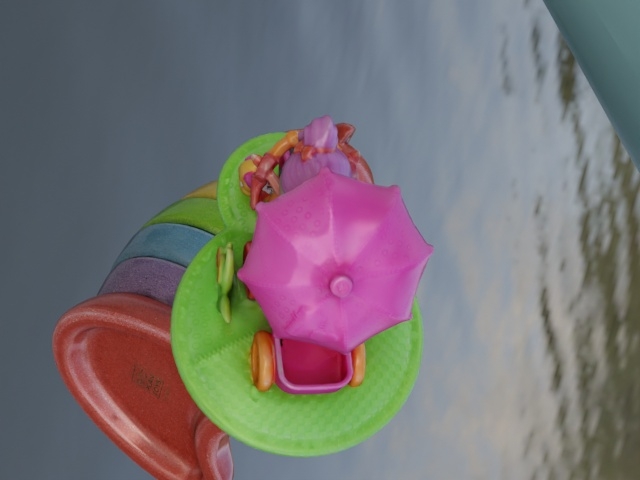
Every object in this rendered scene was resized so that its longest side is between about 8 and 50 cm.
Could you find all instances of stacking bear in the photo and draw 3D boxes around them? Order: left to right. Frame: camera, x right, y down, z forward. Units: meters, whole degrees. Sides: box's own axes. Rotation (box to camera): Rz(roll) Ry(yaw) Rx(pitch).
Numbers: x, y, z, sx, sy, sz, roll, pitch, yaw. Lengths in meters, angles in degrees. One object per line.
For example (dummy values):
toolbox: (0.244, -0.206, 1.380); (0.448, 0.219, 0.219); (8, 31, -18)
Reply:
stacking bear: (-0.054, 0.024, 1.213); (0.289, 0.164, 0.175); (-50, 168, -38)

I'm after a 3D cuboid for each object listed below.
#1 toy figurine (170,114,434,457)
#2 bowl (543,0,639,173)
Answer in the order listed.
toy figurine: (0.000, 0.000, 0.747); (0.159, 0.130, 0.173); (117, -30, -68)
bowl: (0.183, -0.135, 0.517); (0.311, 0.163, 0.311); (-50, -170, 12)
